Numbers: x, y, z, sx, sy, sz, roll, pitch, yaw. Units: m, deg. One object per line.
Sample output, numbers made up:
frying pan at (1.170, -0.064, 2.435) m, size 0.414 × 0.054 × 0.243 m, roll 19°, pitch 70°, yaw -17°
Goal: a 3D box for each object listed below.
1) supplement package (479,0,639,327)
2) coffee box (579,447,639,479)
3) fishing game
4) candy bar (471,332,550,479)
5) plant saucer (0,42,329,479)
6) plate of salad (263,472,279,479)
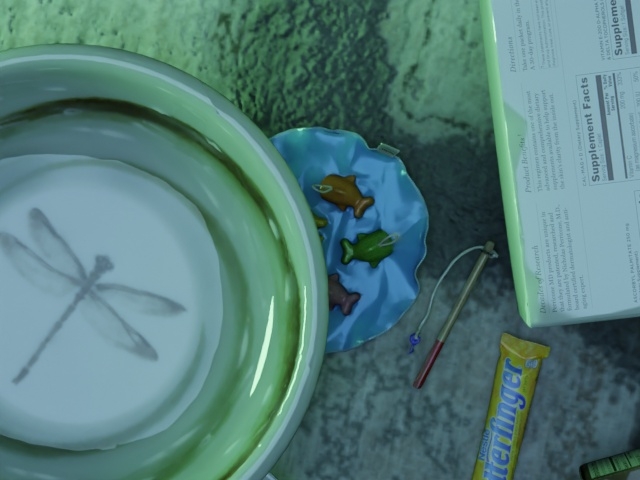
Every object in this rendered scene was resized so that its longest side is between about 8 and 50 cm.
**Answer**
supplement package at (0.203, -0.077, 1.156) m, size 0.145 × 0.204 × 0.262 m, roll -6°, pitch 90°, yaw 5°
coffee box at (0.337, 0.210, 1.195) m, size 0.246 × 0.098 × 0.141 m, roll -18°, pitch 88°, yaw 7°
fishing game at (0.000, 0.000, 1.266) m, size 0.264 × 0.041 × 0.189 m, roll 29°, pitch 96°, yaw 6°
candy bar at (0.148, 0.157, 1.259) m, size 0.040 × 0.018 × 0.161 m, roll 14°, pitch 91°, yaw 7°
plant saucer at (-0.194, 0.050, 1.224) m, size 0.400 × 0.100 × 0.400 m, roll 0°, pitch 89°, yaw -1°
plate of salad at (-0.099, 0.260, 1.276) m, size 0.200 × 0.048 × 0.200 m, roll 2°, pitch 101°, yaw 8°
